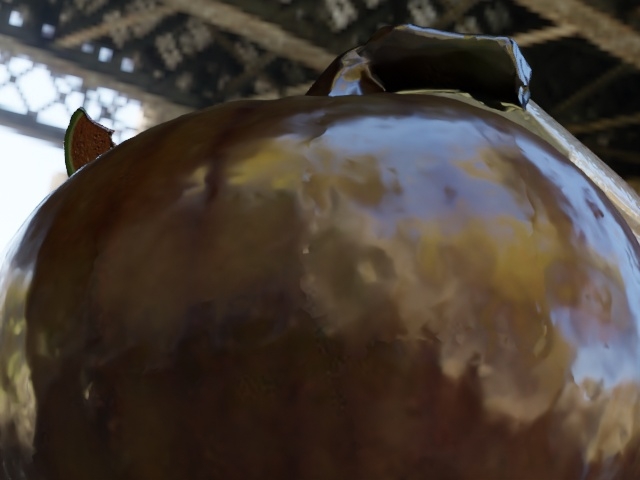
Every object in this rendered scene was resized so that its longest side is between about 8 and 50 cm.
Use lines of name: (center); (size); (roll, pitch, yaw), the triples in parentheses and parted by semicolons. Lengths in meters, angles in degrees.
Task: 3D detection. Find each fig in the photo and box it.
fig: (0.001, 0.047, 0.536); (0.235, 0.214, 0.235); (-18, -33, -12)

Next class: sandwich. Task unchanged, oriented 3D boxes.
sandwich: (-0.219, -0.071, 1.587); (0.067, 0.135, 0.029); (-25, 9, 17)

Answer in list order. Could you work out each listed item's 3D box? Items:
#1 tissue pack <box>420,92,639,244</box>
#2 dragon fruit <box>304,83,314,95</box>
tissue pack: (0.185, 0.006, 0.985); (0.325, 0.071, 0.170); (34, 10, -38)
dragon fruit: (0.010, 0.005, 1.510); (0.126, 0.274, 0.161); (24, 7, -37)
